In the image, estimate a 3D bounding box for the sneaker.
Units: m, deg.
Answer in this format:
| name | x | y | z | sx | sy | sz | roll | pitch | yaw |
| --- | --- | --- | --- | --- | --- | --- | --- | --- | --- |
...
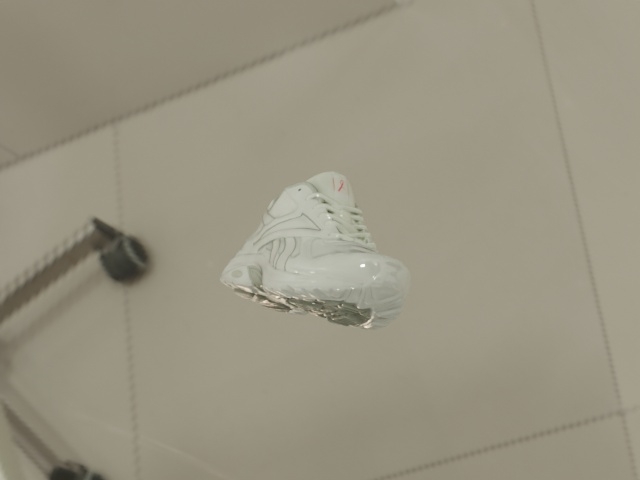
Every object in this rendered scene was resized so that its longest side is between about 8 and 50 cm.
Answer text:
| name | x | y | z | sx | sy | sz | roll | pitch | yaw |
| --- | --- | --- | --- | --- | --- | --- | --- | --- | --- |
| sneaker | 0.000 | 0.000 | 1.193 | 0.232 | 0.090 | 0.115 | 8 | 76 | 61 |
